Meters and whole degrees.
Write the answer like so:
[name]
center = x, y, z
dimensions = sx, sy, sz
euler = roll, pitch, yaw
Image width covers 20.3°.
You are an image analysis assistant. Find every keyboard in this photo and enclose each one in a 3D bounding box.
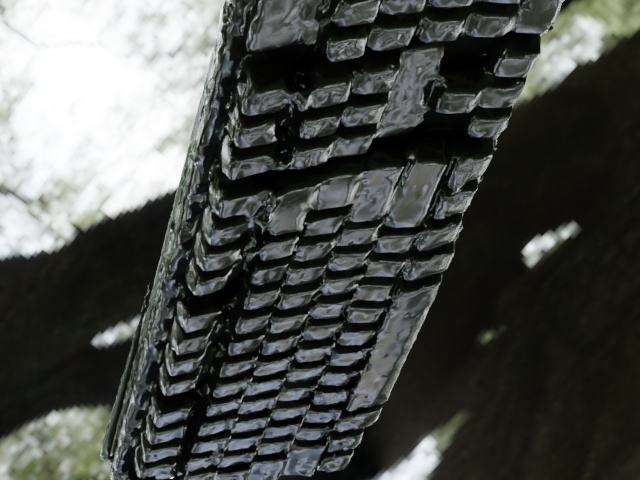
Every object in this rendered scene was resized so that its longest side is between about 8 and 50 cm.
[keyboard]
center = 0.000, 0.001, 0.392
dimensions = 0.072, 0.231, 0.023
euler = -5, -122, -18
